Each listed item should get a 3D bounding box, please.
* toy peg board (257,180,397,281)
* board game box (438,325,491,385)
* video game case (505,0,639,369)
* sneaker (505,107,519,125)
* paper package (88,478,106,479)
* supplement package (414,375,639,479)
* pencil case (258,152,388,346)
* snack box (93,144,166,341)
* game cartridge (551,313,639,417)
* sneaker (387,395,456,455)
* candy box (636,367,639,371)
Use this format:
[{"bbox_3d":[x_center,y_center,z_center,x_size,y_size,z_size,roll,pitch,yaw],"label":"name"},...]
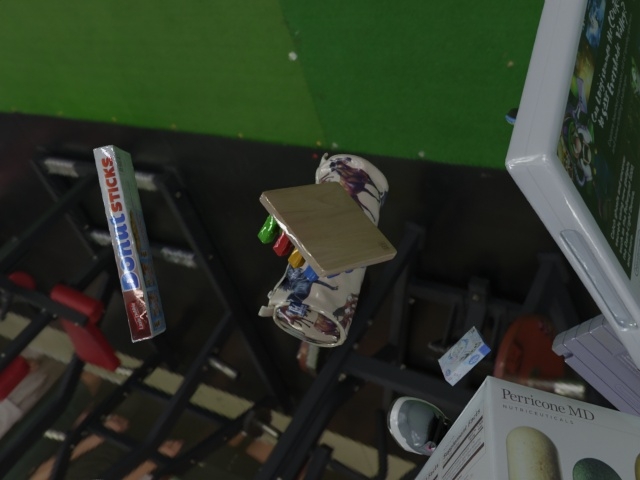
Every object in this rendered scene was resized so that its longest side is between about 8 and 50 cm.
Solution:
[{"bbox_3d":[0.000,0.000,1.133,0.161,0.161,0.079,52,131,25],"label":"toy peg board"},{"bbox_3d":[0.246,0.197,1.293,0.020,0.090,0.090,44,-170,-8],"label":"board game box"},{"bbox_3d":[0.154,-0.057,0.385,0.022,0.190,0.173,-7,140,39],"label":"video game case"},{"bbox_3d":[0.360,-0.204,1.144,0.067,0.078,0.188,20,167,-25],"label":"sneaker"},{"bbox_3d":[-0.274,0.402,0.924,0.309,0.168,0.325,-16,153,23],"label":"paper package"},{"bbox_3d":[0.186,0.286,0.582,0.199,0.263,0.198,16,131,-6],"label":"supplement package"},{"bbox_3d":[0.019,0.010,1.611,0.183,0.411,0.160,25,152,-12],"label":"pencil case"},{"bbox_3d":[-0.178,0.003,0.709,0.064,0.022,0.178,137,122,-89],"label":"snack box"},{"bbox_3d":[0.678,0.281,1.525,0.355,0.068,0.230,42,137,-4],"label":"game cartridge"},{"bbox_3d":[0.275,0.391,1.436,0.295,0.124,0.178,37,152,-31],"label":"sneaker"},{"bbox_3d":[0.658,0.214,1.294,0.071,0.159,0.233,33,-170,-4],"label":"candy box"}]
